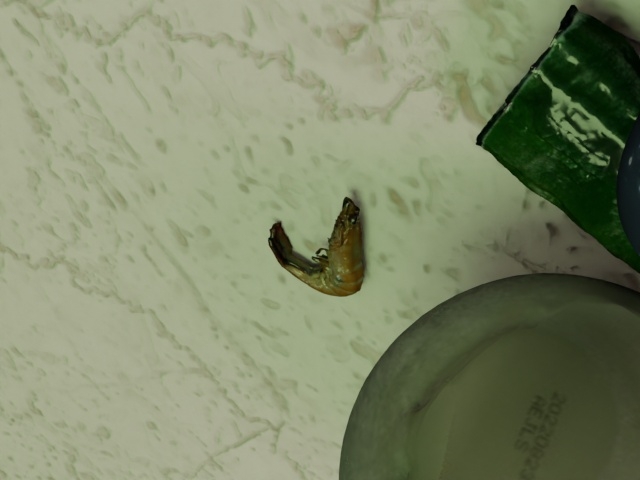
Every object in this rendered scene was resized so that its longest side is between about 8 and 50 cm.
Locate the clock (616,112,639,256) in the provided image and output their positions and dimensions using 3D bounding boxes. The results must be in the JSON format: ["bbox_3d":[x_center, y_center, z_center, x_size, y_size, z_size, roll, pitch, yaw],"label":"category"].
[{"bbox_3d":[0.252,-0.083,0.787,0.146,0.199,0.243,13,105,23],"label":"clock"}]

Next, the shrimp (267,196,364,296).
[{"bbox_3d":[0.000,0.000,1.161,0.091,0.025,0.127,28,141,9],"label":"shrimp"}]

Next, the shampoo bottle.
[{"bbox_3d":[0.173,0.189,0.996,0.322,0.322,0.317,2,150,31],"label":"shampoo bottle"}]

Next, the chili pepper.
[{"bbox_3d":[0.238,-0.026,0.931,0.270,0.099,0.136,37,127,2],"label":"chili pepper"}]
